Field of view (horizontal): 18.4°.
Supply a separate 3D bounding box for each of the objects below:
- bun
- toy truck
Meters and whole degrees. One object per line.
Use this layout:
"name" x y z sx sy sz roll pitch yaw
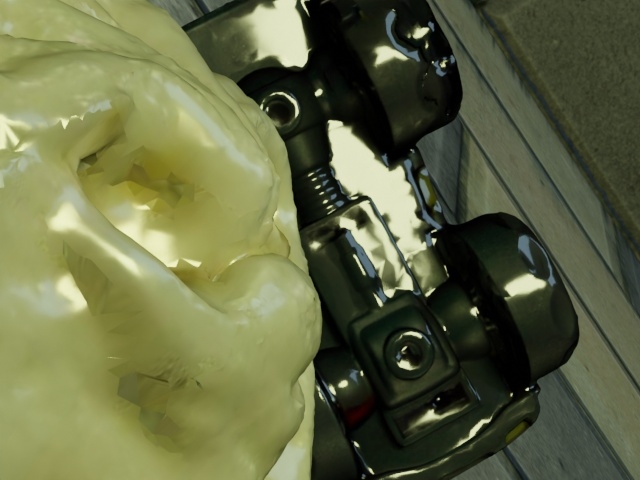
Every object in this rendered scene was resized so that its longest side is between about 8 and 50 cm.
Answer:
"bun" -0.070 0.006 0.494 0.231 0.133 0.231 -18 90 -87
"toy truck" 0.000 0.000 0.854 0.224 0.147 0.165 61 -9 1
